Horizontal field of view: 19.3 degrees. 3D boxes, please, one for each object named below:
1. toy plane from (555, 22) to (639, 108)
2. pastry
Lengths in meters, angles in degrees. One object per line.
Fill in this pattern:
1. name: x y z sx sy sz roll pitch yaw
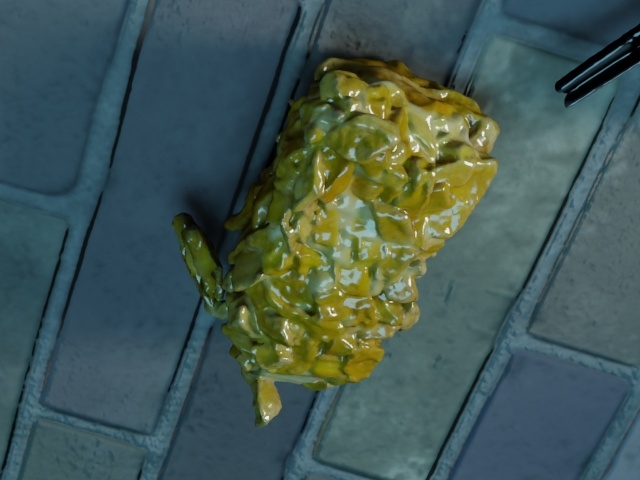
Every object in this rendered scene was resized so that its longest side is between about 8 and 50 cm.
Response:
1. toy plane: 0.324 -0.135 1.041 0.381 0.106 0.155 -30 107 32
2. pastry: 0.000 0.000 1.177 0.154 0.102 0.250 17 126 -20
